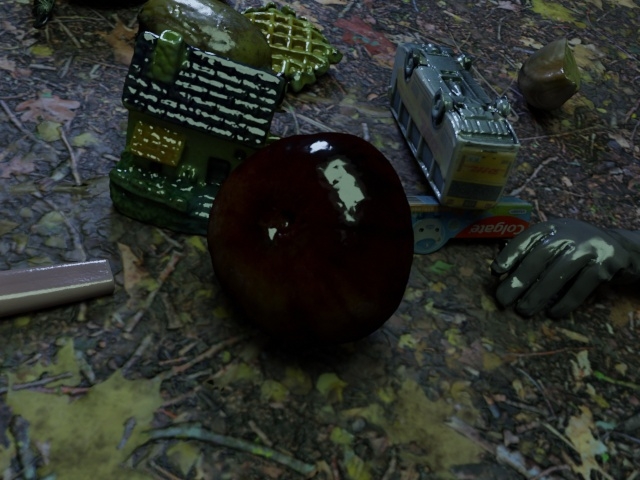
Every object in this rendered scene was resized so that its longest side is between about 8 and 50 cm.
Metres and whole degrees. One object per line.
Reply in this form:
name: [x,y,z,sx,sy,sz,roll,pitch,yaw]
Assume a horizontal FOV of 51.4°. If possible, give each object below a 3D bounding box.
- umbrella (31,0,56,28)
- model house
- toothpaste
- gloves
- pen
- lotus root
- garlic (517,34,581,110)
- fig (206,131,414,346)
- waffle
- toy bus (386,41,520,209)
umbrella: [-0.458,-0.415,1.112,0.044,0.044,0.269,-26,42,11]
model house: [-0.142,-0.136,0.814,0.194,0.211,0.170,18,43,-1]
toothpaste: [0.193,-0.023,0.919,0.194,0.070,0.044,0,19,-17]
gloves: [0.349,0.026,0.888,0.286,0.119,0.142,-10,20,-20]
pen: [-0.323,0.055,0.706,0.197,0.032,0.053,-8,51,-26]
lotus root: [-0.147,-0.260,0.972,0.278,0.154,0.154,30,47,10]
garlic: [0.409,-0.293,1.195,0.087,0.101,0.195,45,36,-16]
fig: [-0.003,-0.002,0.730,0.214,0.235,0.235,32,31,-42]
waffle: [-0.090,-0.323,1.111,0.208,0.054,0.214,-31,65,-32]
toy bus: [0.182,-0.181,0.965,0.097,0.138,0.342,2,34,-11]
